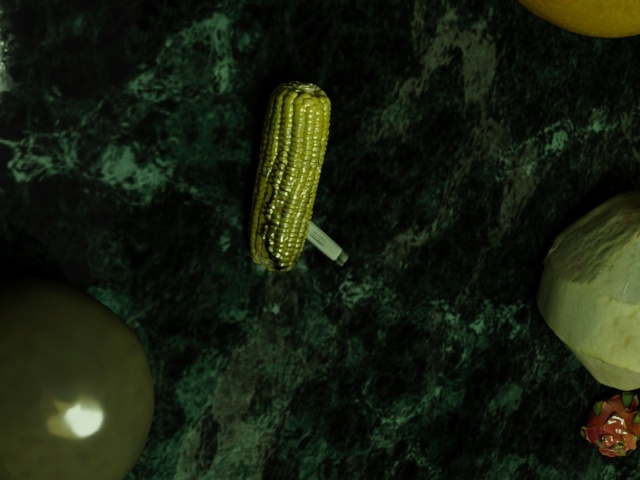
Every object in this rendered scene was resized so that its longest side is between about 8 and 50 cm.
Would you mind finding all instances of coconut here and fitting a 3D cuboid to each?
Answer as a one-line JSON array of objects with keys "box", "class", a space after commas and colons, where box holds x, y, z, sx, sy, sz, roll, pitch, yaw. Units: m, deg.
[{"box": [0.405, 0.071, 1.434, 0.259, 0.259, 0.259, -15, 119, -30], "class": "coconut"}]

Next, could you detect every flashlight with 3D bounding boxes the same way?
[{"box": [0.000, 0.000, 1.253, 0.018, 0.018, 0.083, -52, 130, -4], "class": "flashlight"}]

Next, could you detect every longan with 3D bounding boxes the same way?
[{"box": [-0.248, 0.141, 1.027, 0.196, 0.196, 0.220, -9, 104, -33], "class": "longan"}]

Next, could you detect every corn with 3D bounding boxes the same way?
[{"box": [-0.034, -0.063, 1.166, 0.072, 0.072, 0.203, -3, 113, -35], "class": "corn"}]

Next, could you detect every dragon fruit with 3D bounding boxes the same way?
[{"box": [0.430, 0.261, 1.650, 0.116, 0.081, 0.086, -59, 134, -32], "class": "dragon fruit"}]

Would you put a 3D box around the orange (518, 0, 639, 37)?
[{"box": [0.303, -0.337, 1.157, 0.274, 0.274, 0.274, -15, 119, -30], "class": "orange"}]
